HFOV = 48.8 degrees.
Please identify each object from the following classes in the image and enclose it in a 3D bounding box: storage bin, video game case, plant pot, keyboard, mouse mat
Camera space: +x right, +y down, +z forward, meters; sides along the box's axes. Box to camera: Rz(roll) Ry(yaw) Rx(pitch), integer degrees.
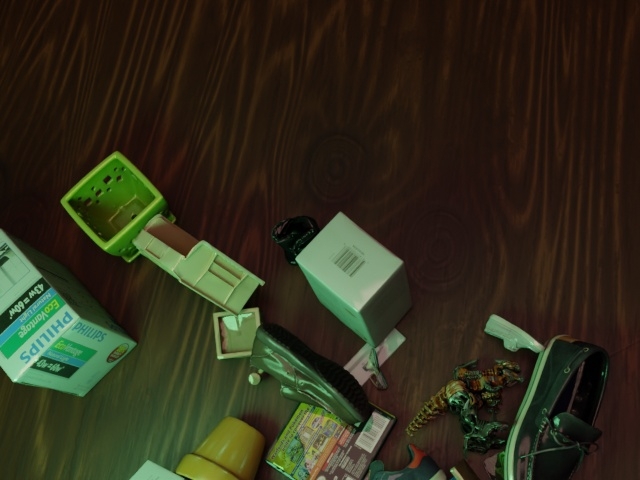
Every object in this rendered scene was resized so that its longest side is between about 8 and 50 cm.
[{"bbox_3d":[-0.336,0.062,1.908,0.262,0.260,0.123,26,79,48],"label":"storage bin"},{"bbox_3d":[0.026,0.518,1.835,0.248,0.035,0.275,27,73,21],"label":"video game case"},{"bbox_3d":[-0.574,-0.084,2.070,0.228,0.207,0.227,-44,70,-8],"label":"plant pot"},{"bbox_3d":[0.122,0.337,1.929,0.072,0.014,0.256,43,81,14],"label":"keyboard"},{"bbox_3d":[-0.240,0.565,1.812,0.205,0.205,0.188,22,60,15],"label":"plant pot"},{"bbox_3d":[0.518,0.612,1.778,0.152,0.007,0.190,-26,68,-1],"label":"mouse mat"}]

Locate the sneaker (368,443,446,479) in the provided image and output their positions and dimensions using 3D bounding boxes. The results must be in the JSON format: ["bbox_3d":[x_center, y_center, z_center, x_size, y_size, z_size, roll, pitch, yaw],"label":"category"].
[{"bbox_3d":[0.135,0.635,1.725,0.350,0.131,0.148,-33,72,-19],"label":"sneaker"}]

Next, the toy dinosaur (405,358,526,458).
[{"bbox_3d":[0.382,0.427,1.813,0.322,0.164,0.218,-36,54,14],"label":"toy dinosaur"}]

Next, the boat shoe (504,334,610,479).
[{"bbox_3d":[0.580,0.464,1.711,0.187,0.156,0.500,33,69,-27],"label":"boat shoe"}]

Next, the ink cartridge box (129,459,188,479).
[{"bbox_3d":[-0.333,0.708,1.723,0.307,0.223,0.129,19,37,20],"label":"ink cartridge box"}]

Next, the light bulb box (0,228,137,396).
[{"bbox_3d":[-0.751,0.207,1.913,0.361,0.358,0.225,42,83,20],"label":"light bulb box"}]

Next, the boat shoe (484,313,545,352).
[{"bbox_3d":[0.502,0.255,1.844,0.184,0.066,0.063,32,91,46],"label":"boat shoe"}]

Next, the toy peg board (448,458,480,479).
[{"bbox_3d":[0.360,0.631,1.719,0.079,0.161,0.161,-41,70,8],"label":"toy peg board"}]

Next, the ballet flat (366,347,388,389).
[{"bbox_3d":[0.145,0.348,1.897,0.041,0.041,0.114,-19,84,1],"label":"ballet flat"}]

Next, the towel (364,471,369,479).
[{"bbox_3d":[0.035,0.677,1.808,0.285,0.034,0.209,-28,69,-2],"label":"towel"}]

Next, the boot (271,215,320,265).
[{"bbox_3d":[0.000,0.000,1.959,0.246,0.207,0.094,-6,70,5],"label":"boot"}]

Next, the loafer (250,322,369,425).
[{"bbox_3d":[-0.034,0.363,1.836,0.366,0.134,0.130,37,108,17],"label":"loafer"}]

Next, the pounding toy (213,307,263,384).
[{"bbox_3d":[-0.190,0.294,1.949,0.181,0.094,0.206,-7,79,0],"label":"pounding toy"}]

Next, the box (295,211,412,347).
[{"bbox_3d":[0.098,0.112,1.825,0.215,0.345,0.168,39,79,22],"label":"box"}]
